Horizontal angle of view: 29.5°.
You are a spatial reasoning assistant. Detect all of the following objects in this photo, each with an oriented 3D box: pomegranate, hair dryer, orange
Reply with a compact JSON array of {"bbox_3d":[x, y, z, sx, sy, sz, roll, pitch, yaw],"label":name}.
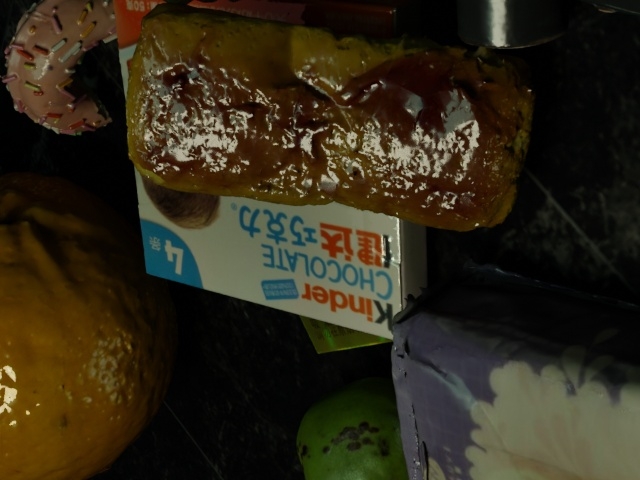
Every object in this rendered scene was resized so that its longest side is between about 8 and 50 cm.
[{"bbox_3d":[0.050,0.189,1.027,0.169,0.122,0.143,-11,103,54],"label":"pomegranate"},{"bbox_3d":[0.162,-0.159,0.663,0.255,0.070,0.128,31,135,53],"label":"hair dryer"},{"bbox_3d":[-0.311,0.086,1.207,0.340,0.340,0.293,31,133,34],"label":"orange"}]

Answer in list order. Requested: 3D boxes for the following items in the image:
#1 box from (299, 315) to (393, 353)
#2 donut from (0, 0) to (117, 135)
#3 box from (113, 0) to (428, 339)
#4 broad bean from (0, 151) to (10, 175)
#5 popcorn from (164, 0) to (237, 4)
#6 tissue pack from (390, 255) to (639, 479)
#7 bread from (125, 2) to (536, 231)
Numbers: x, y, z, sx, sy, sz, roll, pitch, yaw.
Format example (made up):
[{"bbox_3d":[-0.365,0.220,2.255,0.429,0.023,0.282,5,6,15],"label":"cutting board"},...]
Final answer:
[{"bbox_3d":[0.000,0.000,1.036,0.121,0.030,0.193,-17,102,53],"label":"box"},{"bbox_3d":[-0.241,-0.163,1.139,0.065,0.117,0.166,41,141,31],"label":"donut"},{"bbox_3d":[-0.041,-0.071,0.964,0.273,0.048,0.265,12,118,33],"label":"box"},{"bbox_3d":[-0.399,-0.052,1.457,0.144,0.049,0.292,25,132,40],"label":"broad bean"},{"bbox_3d":[-0.096,-0.265,0.785,0.206,0.251,0.237,53,140,19],"label":"popcorn"},{"bbox_3d":[0.218,0.166,0.809,0.343,0.125,0.242,13,123,42],"label":"tissue pack"},{"bbox_3d":[0.005,-0.086,0.817,0.270,0.077,0.139,10,118,5],"label":"bread"}]
